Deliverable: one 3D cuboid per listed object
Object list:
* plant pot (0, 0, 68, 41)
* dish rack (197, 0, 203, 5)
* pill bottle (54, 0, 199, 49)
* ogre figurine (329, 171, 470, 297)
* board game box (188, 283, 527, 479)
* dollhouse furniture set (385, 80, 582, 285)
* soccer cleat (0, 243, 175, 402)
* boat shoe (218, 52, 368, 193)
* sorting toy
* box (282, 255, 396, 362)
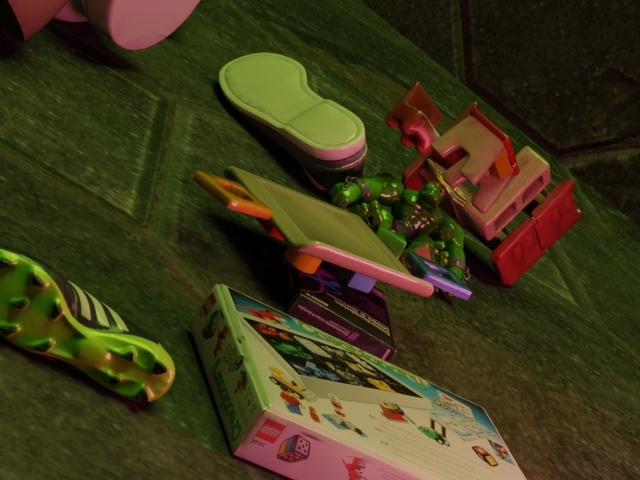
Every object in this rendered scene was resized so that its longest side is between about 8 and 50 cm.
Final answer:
[{"bbox_3d":[-0.328,-0.387,1.684,0.284,0.191,0.284,52,-11,14],"label":"plant pot"},{"bbox_3d":[-0.303,-0.417,2.261,0.271,0.074,0.208,34,12,-16],"label":"dish rack"},{"bbox_3d":[-0.334,-0.423,1.939,0.407,0.229,0.229,40,16,21],"label":"pill bottle"},{"bbox_3d":[0.108,-0.021,1.916,0.197,0.097,0.118,21,32,8],"label":"ogre figurine"},{"bbox_3d":[0.044,0.158,1.292,0.305,0.053,0.193,27,18,-26],"label":"board game box"},{"bbox_3d":[0.209,-0.110,2.025,0.201,0.152,0.374,43,-7,26],"label":"dollhouse furniture set"},{"bbox_3d":[-0.185,0.059,1.124,0.179,0.060,0.072,36,4,-20],"label":"soccer cleat"},{"bbox_3d":[-0.040,-0.156,2.063,0.319,0.116,0.099,41,-28,47],"label":"boat shoe"},{"bbox_3d":[0.000,0.000,1.599,0.347,0.047,0.196,21,14,-37],"label":"sorting toy"},{"bbox_3d":[0.018,0.063,1.575,0.116,0.029,0.162,30,16,-13],"label":"box"}]
